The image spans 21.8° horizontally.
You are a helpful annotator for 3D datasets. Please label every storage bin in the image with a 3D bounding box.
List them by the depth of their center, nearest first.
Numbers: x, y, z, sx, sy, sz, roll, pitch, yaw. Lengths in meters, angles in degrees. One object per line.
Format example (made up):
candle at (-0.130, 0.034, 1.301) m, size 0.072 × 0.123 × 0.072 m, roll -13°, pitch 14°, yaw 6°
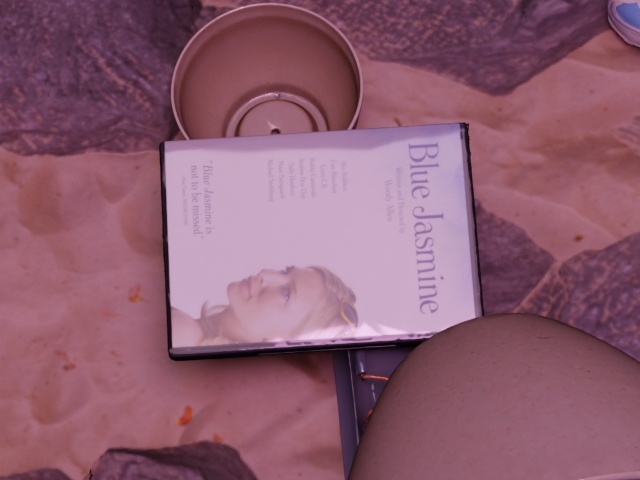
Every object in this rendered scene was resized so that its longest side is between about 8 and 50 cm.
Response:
storage bin at (0.065, 0.135, 1.352) m, size 0.091 × 0.098 × 0.135 m, roll -4°, pitch 68°, yaw -9°

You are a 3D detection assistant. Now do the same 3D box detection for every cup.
cup at (0.148, 0.190, 1.183) m, size 0.331 × 0.331 × 0.237 m, roll -15°, pitch 43°, yaw -2°

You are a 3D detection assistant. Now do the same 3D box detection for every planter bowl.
planter bowl at (-0.041, -0.109, 1.438) m, size 0.162 × 0.109 × 0.162 m, roll -1°, pitch 69°, yaw 4°

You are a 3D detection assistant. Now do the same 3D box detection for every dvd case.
dvd case at (0.000, 0.000, 1.333) m, size 0.253 × 0.022 × 0.180 m, roll -4°, pitch 76°, yaw 0°

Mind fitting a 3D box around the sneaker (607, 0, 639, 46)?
sneaker at (0.372, -0.199, 1.461) m, size 0.237 × 0.086 × 0.085 m, roll 8°, pitch 68°, yaw 5°
